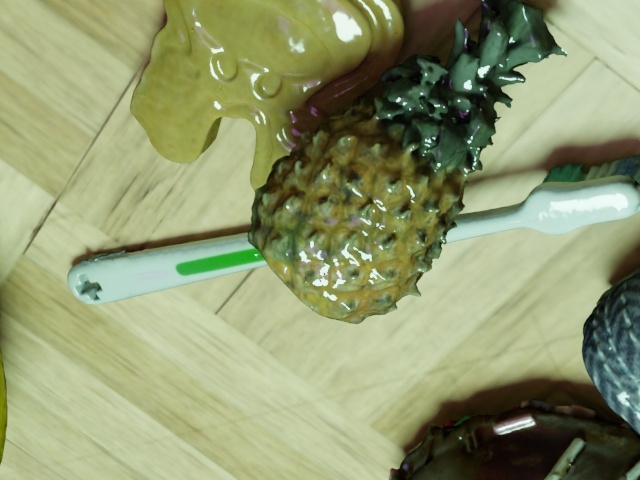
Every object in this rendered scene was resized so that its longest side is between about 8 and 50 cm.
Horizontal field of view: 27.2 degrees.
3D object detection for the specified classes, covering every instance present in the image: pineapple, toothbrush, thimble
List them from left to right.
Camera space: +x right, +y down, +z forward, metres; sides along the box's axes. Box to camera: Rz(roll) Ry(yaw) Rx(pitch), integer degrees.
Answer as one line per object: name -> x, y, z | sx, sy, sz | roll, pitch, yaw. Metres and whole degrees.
toothbrush -> -0.002, 0.003, 0.816 | 0.418, 0.040, 0.042 | -11, 117, 31
pineapple -> 0.051, -0.048, 0.704 | 0.108, 0.108, 0.197 | 39, 108, -8
thimble -> 0.200, 0.064, 0.736 | 0.104, 0.095, 0.066 | 48, 129, 4

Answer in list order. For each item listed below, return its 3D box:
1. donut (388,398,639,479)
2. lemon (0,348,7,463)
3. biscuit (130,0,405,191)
donut -> 0.161, 0.222, 0.872 | 0.270, 0.103, 0.269 | 13, 131, 15
lemon -> -0.351, 0.097, 0.905 | 0.285, 0.285, 0.316 | 25, 106, 5
biscuit -> -0.027, -0.119, 0.741 | 0.144, 0.040, 0.236 | 21, 134, 1
